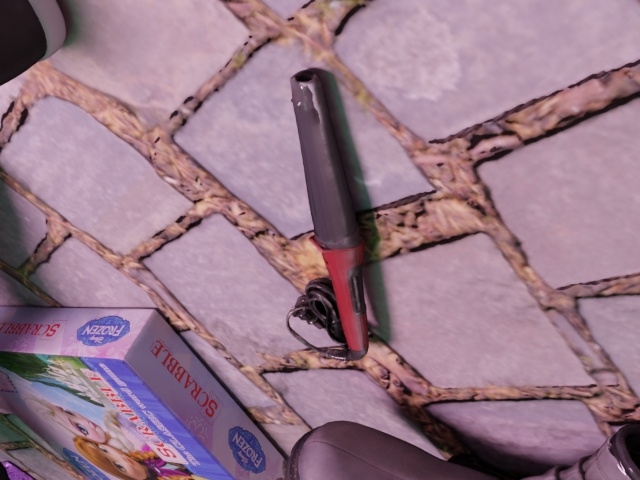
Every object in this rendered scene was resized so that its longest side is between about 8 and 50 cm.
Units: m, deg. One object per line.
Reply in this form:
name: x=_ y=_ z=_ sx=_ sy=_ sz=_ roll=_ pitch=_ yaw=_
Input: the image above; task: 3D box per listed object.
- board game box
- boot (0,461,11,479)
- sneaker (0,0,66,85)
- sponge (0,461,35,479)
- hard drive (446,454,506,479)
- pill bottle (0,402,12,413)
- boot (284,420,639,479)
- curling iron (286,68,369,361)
board game box: x=-0.215 y=0.199 z=0.991 sx=0.318 sy=0.066 sz=0.319 roll=-3 pitch=134 yaw=39
boot: x=-0.401 y=0.124 z=0.828 sx=0.146 sy=0.367 sz=0.445 roll=25 pitch=109 yaw=24
sneaker: x=-0.280 y=-0.180 z=0.478 sx=0.104 sy=0.147 sz=0.296 roll=-6 pitch=131 yaw=43
sponge: x=-0.492 y=0.459 z=1.563 sx=0.210 sy=0.031 sz=0.117 roll=44 pitch=143 yaw=-21
hard drive: x=0.141 y=0.250 z=0.837 sx=0.094 sy=0.022 sz=0.135 roll=27 pitch=146 yaw=4
pill bottle: x=-0.418 y=0.175 z=1.109 sx=0.120 sy=0.067 sz=0.067 roll=1 pitch=137 yaw=35
boot: x=0.161 y=0.193 z=0.678 sx=0.338 sy=0.118 sz=0.223 roll=27 pitch=135 yaw=-12
curling iron: x=0.000 y=0.000 z=0.605 sx=0.068 sy=0.035 sz=0.274 roll=17 pitch=144 yaw=18
